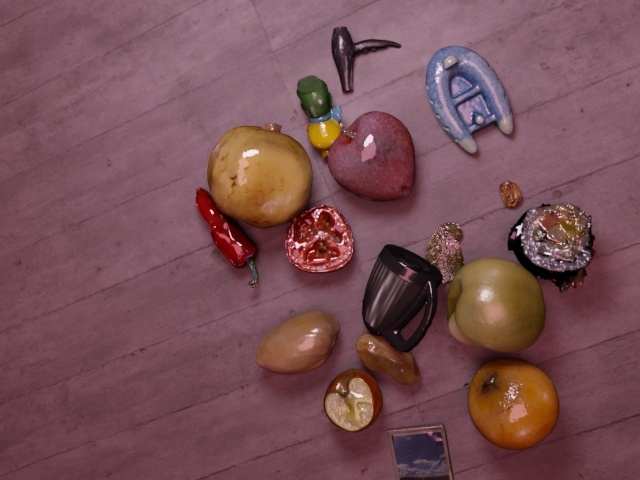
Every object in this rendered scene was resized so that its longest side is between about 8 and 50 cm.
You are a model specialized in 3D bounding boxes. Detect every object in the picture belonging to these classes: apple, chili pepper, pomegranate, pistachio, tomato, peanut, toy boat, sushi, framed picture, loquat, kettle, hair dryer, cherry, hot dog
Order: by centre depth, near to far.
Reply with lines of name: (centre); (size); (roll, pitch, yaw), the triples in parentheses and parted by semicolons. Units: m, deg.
apple: (0.506, 0.194, 1.507); (0.254, 0.292, 0.291); (6, 95, -1)
sushi: (0.681, 0.016, 1.512); (0.225, 0.219, 0.238); (26, 93, 29)
loquat: (0.563, 0.478, 1.525); (0.263, 0.263, 0.263); (1, 94, 9)
toy boat: (0.443, -0.435, 1.558); (0.215, 0.123, 0.329); (-25, 91, 11)
cherry: (0.165, -0.247, 1.566); (0.307, 0.221, 0.261); (42, 102, -13)
pomegranate: (-0.181, -0.202, 1.578); (0.333, 0.332, 0.332); (1, 94, 9)
kettle: (0.241, 0.186, 1.593); (0.251, 0.207, 0.271); (34, 107, 18)
hot dog: (0.585, -0.143, 1.596); (0.058, 0.035, 0.083); (-20, 90, 13)
hair dryer: (0.148, -0.583, 1.632); (0.219, 0.075, 0.195); (-9, 102, 2)
apple: (0.104, 0.507, 1.651); (0.195, 0.160, 0.173); (-39, 91, 8)
peanut: (0.217, 0.382, 1.656); (0.236, 0.110, 0.120); (36, 87, -3)
pistachio: (-0.066, 0.334, 1.669); (0.293, 0.162, 0.181); (-28, 72, 13)
tomato: (0.002, 0.001, 1.670); (0.228, 0.101, 0.227); (0, 87, 3)
framed picture: (0.333, 0.734, 1.702); (0.189, 0.023, 0.259); (-10, 93, 12)
chili pepper: (-0.305, -0.019, 1.713); (0.110, 0.110, 0.387); (-39, 84, 9)

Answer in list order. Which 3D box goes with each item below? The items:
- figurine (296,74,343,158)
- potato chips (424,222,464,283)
figurine: (-0.003, -0.390, 1.641); (0.127, 0.185, 0.234); (-29, 127, -1)
potato chips: (0.398, 0.050, 1.645); (0.142, 0.026, 0.209); (32, 98, 4)
